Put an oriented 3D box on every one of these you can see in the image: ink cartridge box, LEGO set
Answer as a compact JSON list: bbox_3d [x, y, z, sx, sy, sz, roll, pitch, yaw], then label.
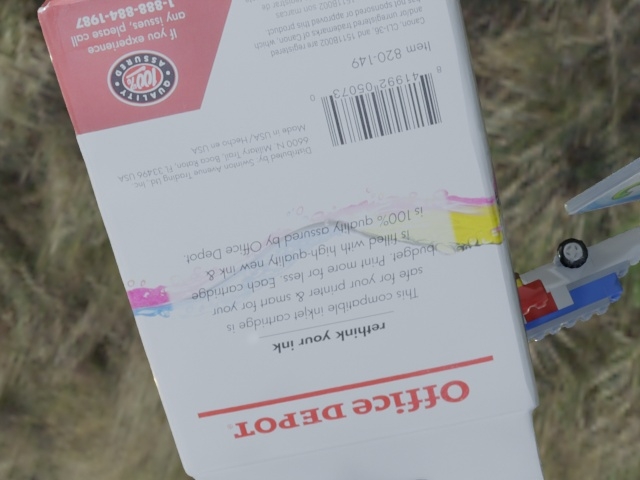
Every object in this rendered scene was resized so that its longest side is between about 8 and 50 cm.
[{"bbox_3d":[0.000,0.000,0.459,0.115,0.067,0.198,-11,113,7],"label":"ink cartridge box"},{"bbox_3d":[0.132,0.011,0.601,0.182,0.060,0.244,-11,164,-40],"label":"LEGO set"}]
